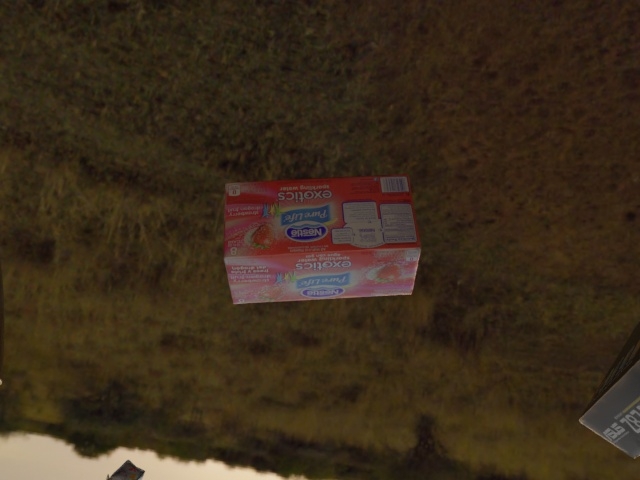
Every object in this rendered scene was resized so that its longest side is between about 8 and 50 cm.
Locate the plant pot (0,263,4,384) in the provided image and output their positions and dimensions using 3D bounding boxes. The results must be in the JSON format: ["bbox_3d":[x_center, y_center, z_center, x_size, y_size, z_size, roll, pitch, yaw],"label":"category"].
[{"bbox_3d":[-0.543,0.075,0.990,0.215,0.230,0.215,3,161,1],"label":"plant pot"}]

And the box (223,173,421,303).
[{"bbox_3d":[0.000,0.000,1.134,0.300,0.154,0.142,-4,144,-2],"label":"box"}]

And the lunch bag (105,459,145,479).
[{"bbox_3d":[-0.363,0.448,1.259,0.053,0.071,0.083,28,-152,11],"label":"lunch bag"}]

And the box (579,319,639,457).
[{"bbox_3d":[0.446,0.060,0.789,0.097,0.318,0.395,34,163,21],"label":"box"}]
